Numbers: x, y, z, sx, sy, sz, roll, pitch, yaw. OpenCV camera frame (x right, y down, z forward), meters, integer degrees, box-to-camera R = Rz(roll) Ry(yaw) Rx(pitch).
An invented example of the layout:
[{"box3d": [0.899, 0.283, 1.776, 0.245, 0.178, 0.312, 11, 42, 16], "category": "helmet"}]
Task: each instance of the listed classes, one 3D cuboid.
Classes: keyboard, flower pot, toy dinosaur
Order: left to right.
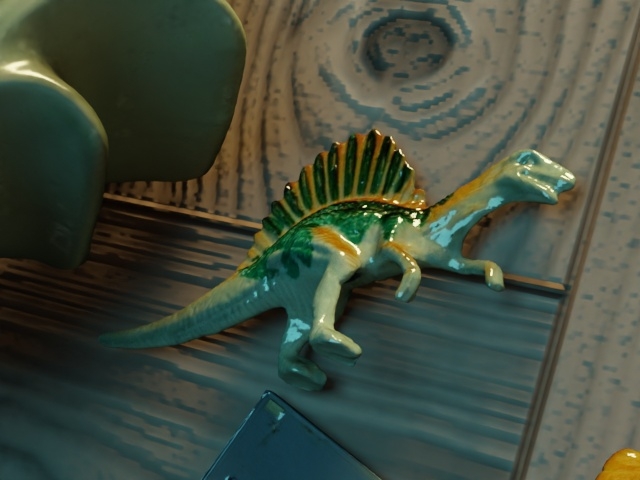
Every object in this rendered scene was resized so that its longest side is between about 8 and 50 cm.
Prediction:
[{"box3d": [-0.216, -0.135, 0.541, 0.254, 0.164, 0.367, -31, 73, -24], "category": "flower pot"}, {"box3d": [0.001, 0.002, 0.533, 0.187, 0.044, 0.106, -1, 59, 42], "category": "toy dinosaur"}, {"box3d": [0.025, 0.122, 0.488, 0.176, 0.014, 0.055, 34, 91, 33], "category": "keyboard"}]

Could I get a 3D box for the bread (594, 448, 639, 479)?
[{"box3d": [0.135, 0.101, 0.399, 0.132, 0.074, 0.053, 5, 116, 28], "category": "bread"}]
